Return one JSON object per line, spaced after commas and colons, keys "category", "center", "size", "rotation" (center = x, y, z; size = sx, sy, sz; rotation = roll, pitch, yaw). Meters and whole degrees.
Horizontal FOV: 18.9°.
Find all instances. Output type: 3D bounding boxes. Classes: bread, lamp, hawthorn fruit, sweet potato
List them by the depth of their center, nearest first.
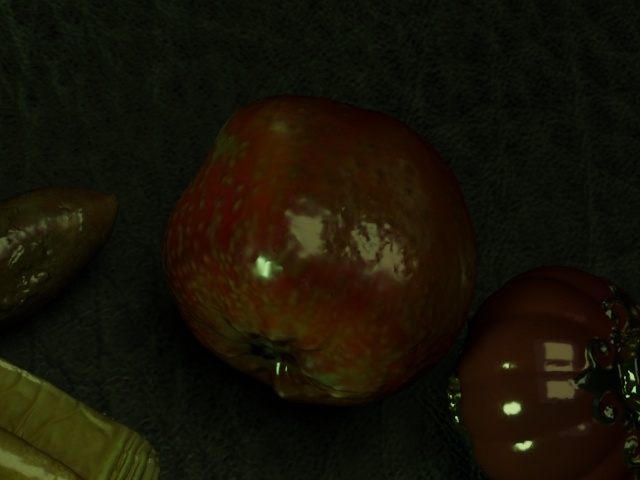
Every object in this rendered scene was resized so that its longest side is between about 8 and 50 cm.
{"category": "bread", "center": [-0.271, 0.187, 1.585], "size": [0.288, 0.152, 0.119], "rotation": [27, 45, 1]}
{"category": "sweet potato", "center": [-0.345, 0.052, 1.663], "size": [0.385, 0.109, 0.109], "rotation": [-24, 72, -16]}
{"category": "hawthorn fruit", "center": [0.000, 0.000, 1.683], "size": [0.275, 0.275, 0.300], "rotation": [12, 48, -7]}
{"category": "lamp", "center": [0.222, 0.133, 1.689], "size": [0.227, 0.227, 0.227], "rotation": [5, 63, -11]}
